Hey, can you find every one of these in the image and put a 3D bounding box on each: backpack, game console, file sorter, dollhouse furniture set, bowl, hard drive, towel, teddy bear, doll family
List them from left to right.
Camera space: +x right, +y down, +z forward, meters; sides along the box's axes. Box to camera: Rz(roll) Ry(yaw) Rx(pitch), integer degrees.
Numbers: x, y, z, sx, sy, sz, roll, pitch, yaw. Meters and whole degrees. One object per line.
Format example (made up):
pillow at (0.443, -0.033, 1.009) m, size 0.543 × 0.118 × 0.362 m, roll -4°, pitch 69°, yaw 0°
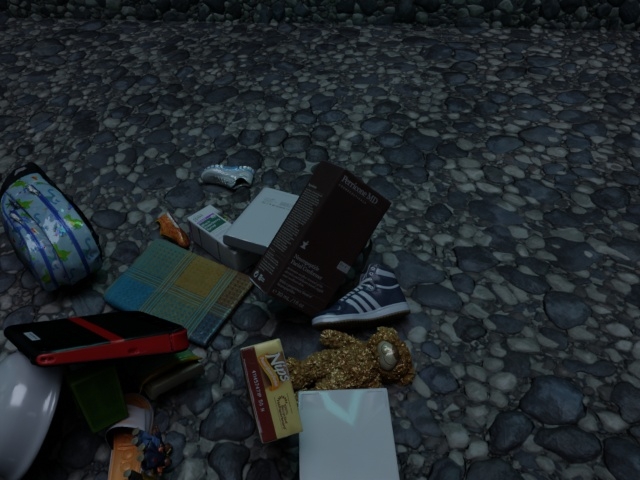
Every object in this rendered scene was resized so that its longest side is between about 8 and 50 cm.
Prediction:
bowl at (-0.693, 0.367, 1.221) m, size 0.134 × 0.298 × 0.298 m, roll 25°, pitch 32°, yaw -34°
backpack at (-0.794, -0.015, 1.647) m, size 0.355 × 0.290 × 0.273 m, roll 28°, pitch 45°, yaw 15°
game console at (-0.531, 0.231, 1.324) m, size 0.341 × 0.060 × 0.386 m, roll -4°, pitch 3°, yaw -38°
dollhouse furniture set at (-0.455, 0.285, 1.344) m, size 0.301 × 0.151 × 0.197 m, roll -24°, pitch 32°, yaw -30°
doll family at (-0.368, 0.498, 1.218) m, size 0.076 × 0.111 × 0.193 m, roll -19°, pitch 49°, yaw 32°
towel at (-0.409, 0.144, 1.624) m, size 0.370 × 0.040 × 0.271 m, roll 20°, pitch 50°, yaw 19°
hard drive at (-0.139, -0.057, 1.703) m, size 0.202 × 0.040 × 0.307 m, roll 16°, pitch 36°, yaw 11°
file sorter at (0.055, 0.479, 1.165) m, size 0.192 × 0.173 × 0.278 m, roll -2°, pitch 45°, yaw -1°
teddy bear at (0.070, 0.320, 1.372) m, size 0.337 × 0.113 × 0.245 m, roll -3°, pitch 47°, yaw -1°

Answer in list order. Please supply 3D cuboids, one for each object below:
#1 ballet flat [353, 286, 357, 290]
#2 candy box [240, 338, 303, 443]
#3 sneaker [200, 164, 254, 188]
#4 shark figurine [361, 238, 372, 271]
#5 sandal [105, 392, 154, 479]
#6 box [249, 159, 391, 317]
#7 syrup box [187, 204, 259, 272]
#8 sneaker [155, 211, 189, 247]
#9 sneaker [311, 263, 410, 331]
ballet flat at (0.148, 0.144, 1.596) m, size 0.114 × 0.041 × 0.041 m, roll -5°, pitch 45°, yaw -3°
candy box at (-0.114, 0.318, 1.203) m, size 0.087 × 0.316 × 0.183 m, roll -12°, pitch 79°, yaw -12°
sneaker at (-0.329, -0.217, 1.965) m, size 0.190 × 0.071 × 0.083 m, roll -3°, pitch 50°, yaw 0°
shark figurine at (0.039, -0.002, 1.676) m, size 0.278 × 0.166 × 0.116 m, roll 39°, pitch 82°, yaw 13°
sandal at (-0.442, 0.455, 1.280) m, size 0.101 × 0.076 × 0.265 m, roll -8°, pitch 44°, yaw -6°
box at (0.000, 0.000, 1.495) m, size 0.382 × 0.191 × 0.143 m, roll -59°, pitch 32°, yaw 0°
syrup box at (-0.302, -0.007, 1.729) m, size 0.236 × 0.096 × 0.093 m, roll 34°, pitch 53°, yaw 30°
sneaker at (-0.473, -0.022, 1.788) m, size 0.067 × 0.064 × 0.175 m, roll -40°, pitch 48°, yaw -9°
sneaker at (0.095, 0.151, 1.501) m, size 0.282 × 0.099 × 0.153 m, roll -6°, pitch 70°, yaw -22°
